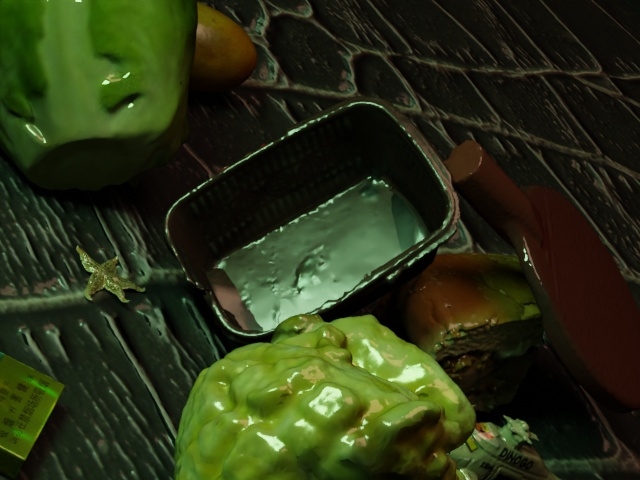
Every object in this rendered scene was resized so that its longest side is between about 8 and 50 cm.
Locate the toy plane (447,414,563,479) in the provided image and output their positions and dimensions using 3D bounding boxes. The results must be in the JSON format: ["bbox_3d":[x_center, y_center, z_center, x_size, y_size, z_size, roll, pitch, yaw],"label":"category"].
[{"bbox_3d":[0.225,0.251,1.630,0.286,0.108,0.092,29,23,-31],"label":"toy plane"}]

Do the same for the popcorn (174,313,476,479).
[{"bbox_3d":[0.010,0.201,1.337,0.293,0.293,0.237,26,10,-10],"label":"popcorn"}]

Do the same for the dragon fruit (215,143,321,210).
[{"bbox_3d":[-0.023,-0.047,1.836,0.163,0.189,0.261,65,27,-1],"label":"dragon fruit"}]

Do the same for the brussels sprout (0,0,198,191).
[{"bbox_3d":[-0.287,-0.244,1.734,0.275,0.315,0.371,-4,51,-25],"label":"brussels sprout"}]

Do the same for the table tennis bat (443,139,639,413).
[{"bbox_3d":[0.271,0.034,1.725,0.414,0.051,0.268,44,32,-34],"label":"table tennis bat"}]

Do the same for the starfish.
[{"bbox_3d":[-0.230,0.038,1.612,0.086,0.016,0.092,31,30,4],"label":"starfish"}]

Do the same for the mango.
[{"bbox_3d":[-0.201,-0.270,2.038,0.253,0.113,0.138,19,30,-19],"label":"mango"}]

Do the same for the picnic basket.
[{"bbox_3d":[0.000,0.000,1.636,0.222,0.296,0.129,56,-8,28],"label":"picnic basket"}]

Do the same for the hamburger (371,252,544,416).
[{"bbox_3d":[0.176,0.099,1.774,0.245,0.155,0.282,22,28,-8],"label":"hamburger"}]

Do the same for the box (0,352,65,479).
[{"bbox_3d":[-0.333,0.125,1.351,0.193,0.030,0.121,29,27,-6],"label":"box"}]
